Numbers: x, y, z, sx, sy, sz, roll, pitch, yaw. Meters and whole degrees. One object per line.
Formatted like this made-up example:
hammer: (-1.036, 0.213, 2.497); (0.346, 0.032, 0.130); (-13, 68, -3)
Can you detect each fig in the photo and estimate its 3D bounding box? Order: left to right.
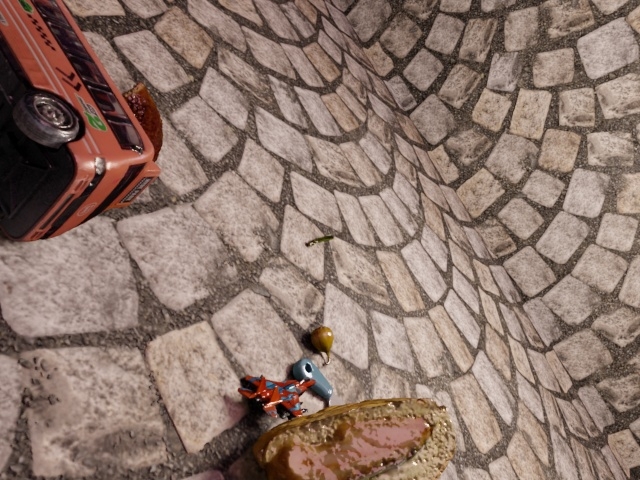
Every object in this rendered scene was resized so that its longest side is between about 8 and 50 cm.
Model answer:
fig: (0.007, 0.227, 1.119); (0.050, 0.050, 0.083); (-20, 97, -59)

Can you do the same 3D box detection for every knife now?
knife: (0.028, 0.334, 1.061); (0.244, 0.032, 0.058); (50, 28, -17)

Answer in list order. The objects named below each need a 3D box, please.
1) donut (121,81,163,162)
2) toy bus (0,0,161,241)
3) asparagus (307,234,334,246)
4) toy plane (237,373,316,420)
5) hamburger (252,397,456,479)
donut: (-0.352, -0.197, 0.955); (0.144, 0.126, 0.186); (48, 30, -27)
toy bus: (-0.438, -0.218, 0.770); (0.426, 0.203, 0.233); (56, 25, 7)
asparagus: (0.000, 0.000, 1.360); (0.018, 0.015, 0.127); (58, 30, 9)
toy plane: (-0.062, 0.277, 0.936); (0.130, 0.061, 0.189); (25, 2, 30)
hamburger: (0.048, 0.365, 0.889); (0.330, 0.209, 0.162); (-12, 75, -20)
